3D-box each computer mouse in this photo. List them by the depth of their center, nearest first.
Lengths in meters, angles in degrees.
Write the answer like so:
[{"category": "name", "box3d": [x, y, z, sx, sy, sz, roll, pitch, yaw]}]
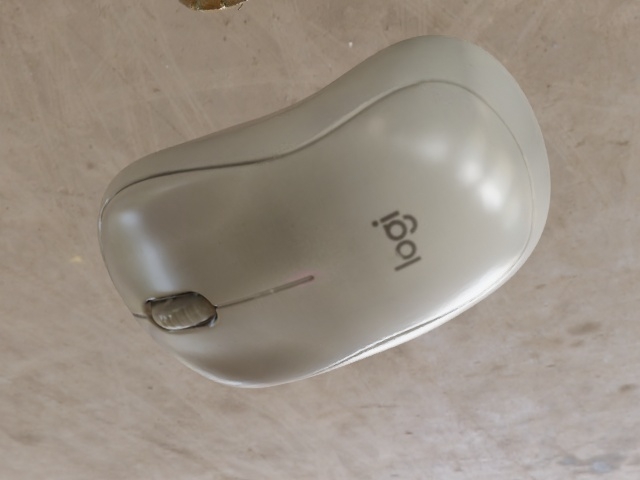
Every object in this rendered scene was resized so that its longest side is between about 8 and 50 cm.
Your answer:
[{"category": "computer mouse", "box3d": [0.000, 0.000, 0.395, 0.297, 0.121, 0.184, -21, 114, 8]}]

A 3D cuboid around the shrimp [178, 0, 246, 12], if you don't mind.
[{"category": "shrimp", "box3d": [-0.058, -0.306, 0.712, 0.217, 0.115, 0.051, -21, 146, 1]}]
